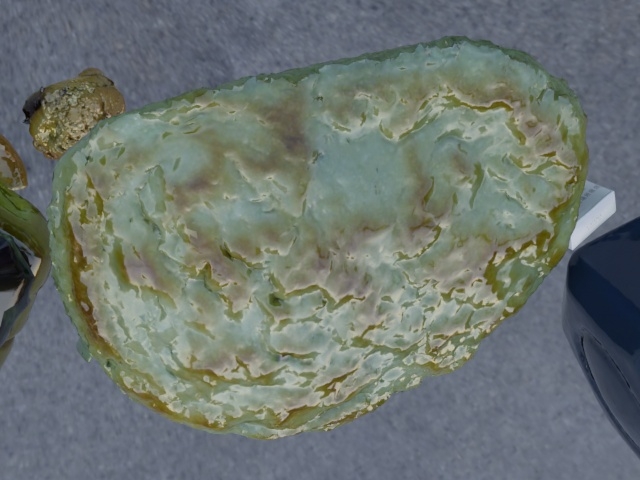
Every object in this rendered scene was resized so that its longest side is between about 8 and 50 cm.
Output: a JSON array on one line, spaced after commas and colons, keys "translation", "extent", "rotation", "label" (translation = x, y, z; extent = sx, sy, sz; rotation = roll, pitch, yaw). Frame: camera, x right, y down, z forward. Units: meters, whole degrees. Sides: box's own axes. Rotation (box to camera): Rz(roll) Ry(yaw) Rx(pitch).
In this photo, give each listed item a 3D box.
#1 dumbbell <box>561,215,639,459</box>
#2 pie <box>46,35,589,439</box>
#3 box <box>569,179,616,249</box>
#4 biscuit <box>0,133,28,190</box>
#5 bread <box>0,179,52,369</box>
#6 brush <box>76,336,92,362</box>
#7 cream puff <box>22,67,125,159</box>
[{"translation": [0.293, 0.008, 0.511], "extent": [0.325, 0.144, 0.160], "rotation": [-29, 153, -1], "label": "dumbbell"}, {"translation": [0.000, 0.000, 0.460], "extent": [0.248, 0.090, 0.201], "rotation": [-12, 126, -6], "label": "pie"}, {"translation": [0.268, -0.051, 1.182], "extent": [0.084, 0.154, 0.040], "rotation": [-40, 134, -20], "label": "box"}, {"translation": [-0.548, -0.079, 1.274], "extent": [0.299, 0.045, 0.154], "rotation": [-27, 90, -15], "label": "biscuit"}, {"translation": [-0.400, 0.072, 0.896], "extent": [0.251, 0.208, 0.376], "rotation": [36, 115, 10], "label": "bread"}, {"translation": [-0.291, 0.096, 1.290], "extent": [0.030, 0.033, 0.178], "rotation": [-29, 155, -56], "label": "brush"}, {"translation": [-0.292, -0.149, 1.174], "extent": [0.119, 0.133, 0.104], "rotation": [-26, 98, -20], "label": "cream puff"}]
